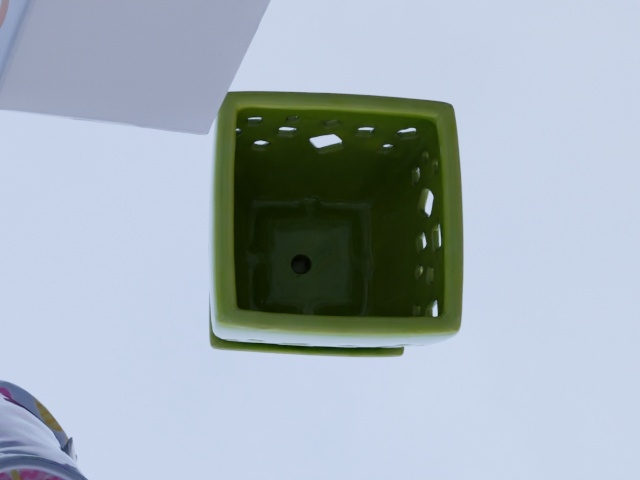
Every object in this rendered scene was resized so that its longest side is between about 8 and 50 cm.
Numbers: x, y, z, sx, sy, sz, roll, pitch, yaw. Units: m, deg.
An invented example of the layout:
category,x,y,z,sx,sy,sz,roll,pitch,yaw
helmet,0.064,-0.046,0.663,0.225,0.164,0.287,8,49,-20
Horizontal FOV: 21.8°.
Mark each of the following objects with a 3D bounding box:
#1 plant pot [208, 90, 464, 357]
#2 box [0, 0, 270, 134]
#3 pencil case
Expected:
category,x,y,z,sx,sy,sz,roll,pitch,yaw
plant pot,0.000,0.000,1.576,0.228,0.207,0.227,3,-106,-10
box,-0.114,-0.272,1.052,0.168,0.345,0.215,5,-144,-37
pencil case,-0.212,0.174,1.127,0.124,0.113,0.273,27,178,-16
